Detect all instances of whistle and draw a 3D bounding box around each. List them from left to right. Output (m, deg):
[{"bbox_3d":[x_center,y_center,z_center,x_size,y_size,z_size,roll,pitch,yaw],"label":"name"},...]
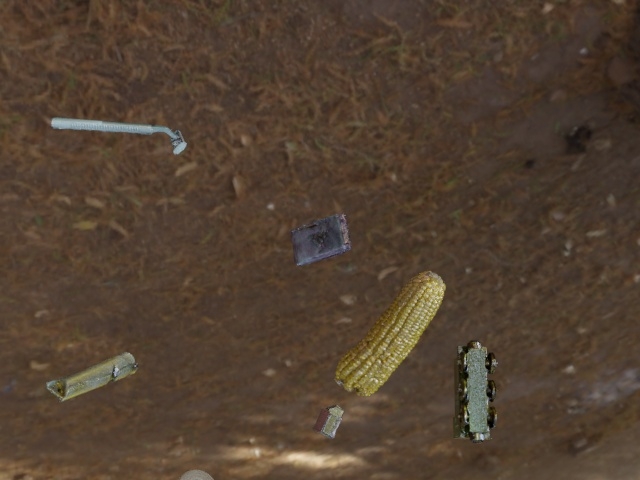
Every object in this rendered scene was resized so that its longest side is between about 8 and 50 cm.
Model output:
[{"bbox_3d":[-0.590,0.356,1.994,0.057,0.068,0.326,-63,164,13],"label":"whistle"}]

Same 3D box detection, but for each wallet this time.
[{"bbox_3d":[0.001,0.000,2.075,0.166,0.111,0.030,-18,156,19],"label":"wallet"}]

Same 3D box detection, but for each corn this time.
[{"bbox_3d":[0.141,0.183,1.507,0.291,0.101,0.101,-54,142,6],"label":"corn"}]

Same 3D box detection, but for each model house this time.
[{"bbox_3d":[0.021,0.454,1.940,0.058,0.083,0.057,26,165,-2],"label":"model house"}]

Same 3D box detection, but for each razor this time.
[{"bbox_3d":[-0.330,-0.183,1.254,0.211,0.084,0.036,7,109,-21],"label":"razor"}]

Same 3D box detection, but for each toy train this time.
[{"bbox_3d":[0.344,0.344,1.726,0.090,0.225,0.137,3,163,-2],"label":"toy train"}]

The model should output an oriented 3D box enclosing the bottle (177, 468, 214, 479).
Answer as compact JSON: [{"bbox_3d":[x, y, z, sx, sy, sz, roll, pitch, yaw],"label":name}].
[{"bbox_3d":[-0.323,0.660,1.846,0.097,0.110,0.209,-40,159,-59],"label":"bottle"}]
